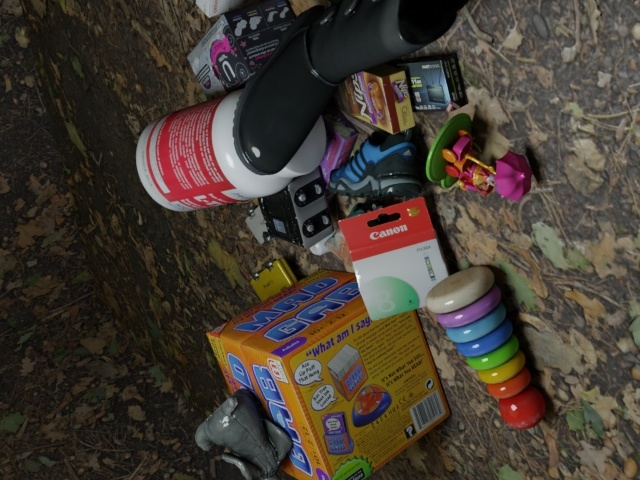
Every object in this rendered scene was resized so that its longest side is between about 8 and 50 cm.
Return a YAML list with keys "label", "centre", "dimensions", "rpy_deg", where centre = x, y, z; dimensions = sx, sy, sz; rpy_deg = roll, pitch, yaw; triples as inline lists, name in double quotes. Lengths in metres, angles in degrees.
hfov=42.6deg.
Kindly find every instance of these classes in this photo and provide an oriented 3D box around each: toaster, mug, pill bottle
- label: "toaster"
  centre: [-0.065, -0.084, 1.874]
  dimensions: [0.186, 0.110, 0.168]
  rpy_deg: [18, 129, 51]
- label: "mug"
  centre: [0.002, 0.003, 1.983]
  dimensions: [0.078, 0.064, 0.062]
  rpy_deg: [18, 130, 52]
- label: "pill bottle"
  centre: [-0.191, -0.195, 1.753]
  dimensions: [0.408, 0.229, 0.229]
  rpy_deg: [-7, 109, 44]

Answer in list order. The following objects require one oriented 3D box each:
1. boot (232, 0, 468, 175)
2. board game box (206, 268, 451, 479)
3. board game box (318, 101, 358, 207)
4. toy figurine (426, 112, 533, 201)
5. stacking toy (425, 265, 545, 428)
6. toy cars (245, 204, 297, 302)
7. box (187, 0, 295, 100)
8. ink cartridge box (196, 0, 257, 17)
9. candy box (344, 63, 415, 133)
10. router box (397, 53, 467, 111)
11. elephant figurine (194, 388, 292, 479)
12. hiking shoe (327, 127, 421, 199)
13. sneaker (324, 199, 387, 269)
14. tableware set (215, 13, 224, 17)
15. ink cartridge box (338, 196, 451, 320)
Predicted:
- label: "boot"
  centre: [0.045, -0.295, 1.383]
  dimensions: [0.146, 0.367, 0.445]
  rpy_deg: [30, 164, -29]
- label: "board game box"
  centre: [0.017, 0.312, 1.925]
  dimensions: [0.356, 0.356, 0.356]
  rpy_deg: [5, 119, 57]
- label: "board game box"
  centre: [-0.032, -0.200, 1.880]
  dimensions: [0.208, 0.056, 0.347]
  rpy_deg: [55, 151, 20]
- label: "toy figurine"
  centre: [0.283, -0.113, 1.397]
  dimensions: [0.159, 0.130, 0.173]
  rpy_deg: [32, 163, 27]
- label: "stacking toy"
  centre: [0.335, 0.220, 1.578]
  dimensions: [0.330, 0.141, 0.141]
  rpy_deg: [61, 152, -8]
- label: "toy cars"
  centre: [-0.112, 0.017, 2.167]
  dimensions: [0.176, 0.087, 0.393]
  rpy_deg: [30, 136, 36]
- label: "box"
  centre: [-0.161, -0.400, 1.785]
  dimensions: [0.247, 0.163, 0.142]
  rpy_deg: [-21, 95, 62]
- label: "ink cartridge box"
  centre: [-0.193, -0.544, 1.739]
  dimensions: [0.056, 0.135, 0.099]
  rpy_deg: [48, 149, 24]
- label: "candy box"
  centre: [0.104, -0.274, 1.538]
  dimensions: [0.187, 0.053, 0.109]
  rpy_deg: [-137, 29, -62]
- label: "router box"
  centre: [0.195, -0.275, 1.448]
  dimensions: [0.122, 0.038, 0.092]
  rpy_deg: [11, 123, 55]
- label: "elephant figurine"
  centre: [-0.142, 0.454, 1.810]
  dimensions: [0.169, 0.186, 0.239]
  rpy_deg: [-44, 86, 17]
- label: "hiking shoe"
  centre: [0.113, -0.151, 1.657]
  dimensions: [0.304, 0.113, 0.132]
  rpy_deg: [5, 91, 62]
- label: "sneaker"
  centre: [0.090, -0.011, 1.805]
  dimensions: [0.108, 0.121, 0.302]
  rpy_deg: [40, 169, 0]
- label: "tableware set"
  centre: [-0.226, -0.481, 1.973]
  dimensions: [0.104, 0.024, 0.154]
  rpy_deg: [32, 142, 47]
- label: "ink cartridge box"
  centre: [0.153, 0.041, 1.633]
  dimensions: [0.056, 0.181, 0.224]
  rpy_deg: [-88, -22, -57]
